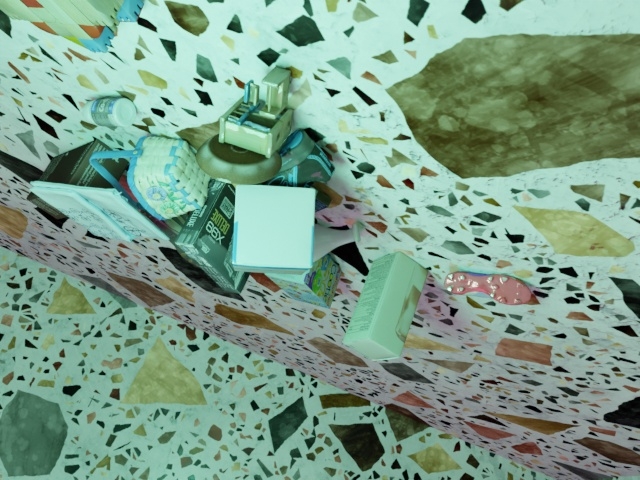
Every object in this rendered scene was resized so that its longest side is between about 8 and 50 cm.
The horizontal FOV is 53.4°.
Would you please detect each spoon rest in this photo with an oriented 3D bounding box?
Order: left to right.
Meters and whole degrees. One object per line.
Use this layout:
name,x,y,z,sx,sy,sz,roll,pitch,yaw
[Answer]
spoon rest,0.000,0.000,1.904,0.276,0.137,0.084,-9,174,28

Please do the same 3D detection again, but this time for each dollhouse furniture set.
dollhouse furniture set,-0.137,-0.309,1.421,0.129,0.129,0.184,19,131,10

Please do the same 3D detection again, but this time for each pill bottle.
pill bottle,-0.578,-0.350,1.737,0.137,0.078,0.078,7,151,31

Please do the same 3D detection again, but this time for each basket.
basket,-0.492,-0.182,1.856,0.288,0.201,0.255,-1,149,24

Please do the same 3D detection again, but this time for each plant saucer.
plant saucer,-0.185,-0.200,1.457,0.198,0.199,0.036,19,131,9

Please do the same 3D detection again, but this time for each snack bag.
snack bag,-0.671,-0.079,1.967,0.342,0.037,0.323,7,156,24

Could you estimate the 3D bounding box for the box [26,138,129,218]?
box,-0.817,-0.196,2.126,0.381,0.191,0.143,-5,144,45

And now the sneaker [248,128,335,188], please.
sneaker,-0.100,-0.161,1.640,0.139,0.125,0.341,39,152,-20

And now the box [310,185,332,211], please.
box,-0.083,-0.117,1.833,0.136,0.036,0.225,34,152,-22

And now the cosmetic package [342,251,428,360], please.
cosmetic package,0.198,0.200,1.921,0.129,0.296,0.153,34,154,-20

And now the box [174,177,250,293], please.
box,-0.298,-0.012,1.989,0.076,0.242,0.307,8,151,30

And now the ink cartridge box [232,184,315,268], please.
ink cartridge box,-0.125,-0.019,1.653,0.197,0.198,0.270,3,173,-6

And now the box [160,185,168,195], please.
box,-0.519,-0.145,2.078,0.087,0.102,0.101,26,155,-1

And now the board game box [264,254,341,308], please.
board game box,-0.049,0.106,2.087,0.144,0.142,0.275,12,162,22

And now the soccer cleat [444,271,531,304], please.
soccer cleat,0.480,0.134,1.831,0.248,0.083,0.095,6,-179,22

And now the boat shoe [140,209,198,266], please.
boat shoe,-0.460,-0.032,2.230,0.132,0.130,0.355,-9,135,45

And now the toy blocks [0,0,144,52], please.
toy blocks,-0.527,-0.498,1.314,0.381,0.191,0.261,12,165,24
